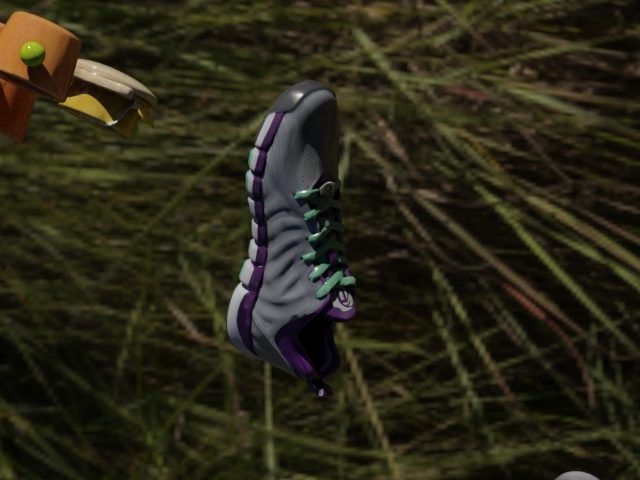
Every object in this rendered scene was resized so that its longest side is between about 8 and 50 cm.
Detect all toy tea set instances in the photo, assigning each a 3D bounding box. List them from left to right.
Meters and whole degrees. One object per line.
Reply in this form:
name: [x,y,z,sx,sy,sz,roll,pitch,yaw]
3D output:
toy tea set: [-0.283,-0.131,1.189,0.200,0.336,0.124,21,85,24]

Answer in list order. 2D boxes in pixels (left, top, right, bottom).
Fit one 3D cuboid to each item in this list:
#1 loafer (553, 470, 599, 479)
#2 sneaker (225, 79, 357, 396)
loafer: [0.296,0.393,1.535,0.109,0.095,0.302,-24,92,44]
sneaker: [0.000,0.000,1.053,0.098,0.083,0.223,32,126,34]
